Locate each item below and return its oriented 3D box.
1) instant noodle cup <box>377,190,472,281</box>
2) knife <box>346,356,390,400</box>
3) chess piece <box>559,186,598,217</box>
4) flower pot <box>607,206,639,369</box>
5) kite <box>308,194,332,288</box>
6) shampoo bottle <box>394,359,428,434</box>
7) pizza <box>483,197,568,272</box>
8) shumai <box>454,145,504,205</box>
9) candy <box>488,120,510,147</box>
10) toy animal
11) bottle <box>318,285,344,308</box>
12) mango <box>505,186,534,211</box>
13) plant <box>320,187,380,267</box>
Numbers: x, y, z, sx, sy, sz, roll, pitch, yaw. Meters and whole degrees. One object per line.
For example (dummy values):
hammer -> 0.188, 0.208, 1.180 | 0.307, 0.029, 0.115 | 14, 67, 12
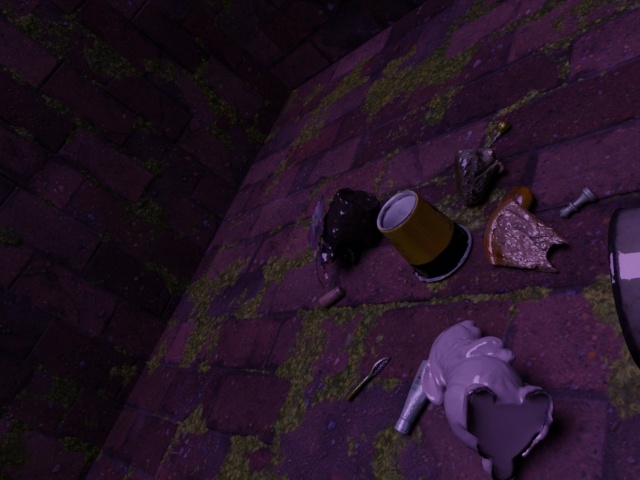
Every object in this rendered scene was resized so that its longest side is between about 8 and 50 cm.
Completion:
instant noodle cup -> 0.296, -0.022, 1.474 | 0.216, 0.236, 0.215 | -39, 28, 25
knife -> 0.138, 0.401, 1.444 | 0.184, 0.022, 0.026 | -49, 53, 4
chess piece -> 0.644, -0.090, 1.243 | 0.093, 0.042, 0.042 | -46, 28, 27
flower pot -> 0.672, 0.059, 0.778 | 0.331, 0.294, 0.293 | -13, 46, 40
kite -> -0.004, -0.001, 1.801 | 0.360, 0.022, 0.204 | -103, 27, -49
shampoo bottle -> 0.247, 0.400, 1.259 | 0.069, 0.041, 0.190 | 12, 67, 54
pizza -> 0.519, 0.006, 1.283 | 0.181, 0.034, 0.262 | -62, 33, 15
shumai -> 0.496, -0.203, 1.542 | 0.142, 0.184, 0.184 | -11, 40, 10
candy -> 0.583, -0.343, 1.644 | 0.122, 0.035, 0.035 | -56, 38, 14
toy animal -> 0.339, 0.321, 1.098 | 0.357, 0.194, 0.257 | -119, 45, -77
bottle -> 0.041, 0.205, 1.792 | 0.096, 0.045, 0.045 | -39, 31, 22
mango -> 0.551, -0.098, 1.372 | 0.079, 0.057, 0.114 | -6, 60, 49
plant -> 0.107, -0.044, 1.827 | 0.198, 0.189, 0.275 | -109, 35, -57
